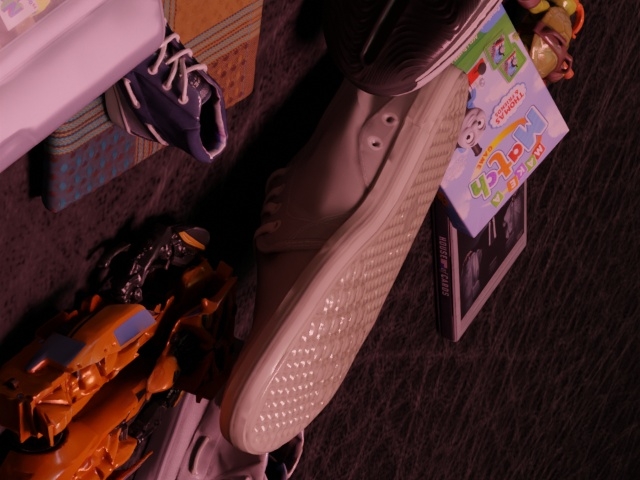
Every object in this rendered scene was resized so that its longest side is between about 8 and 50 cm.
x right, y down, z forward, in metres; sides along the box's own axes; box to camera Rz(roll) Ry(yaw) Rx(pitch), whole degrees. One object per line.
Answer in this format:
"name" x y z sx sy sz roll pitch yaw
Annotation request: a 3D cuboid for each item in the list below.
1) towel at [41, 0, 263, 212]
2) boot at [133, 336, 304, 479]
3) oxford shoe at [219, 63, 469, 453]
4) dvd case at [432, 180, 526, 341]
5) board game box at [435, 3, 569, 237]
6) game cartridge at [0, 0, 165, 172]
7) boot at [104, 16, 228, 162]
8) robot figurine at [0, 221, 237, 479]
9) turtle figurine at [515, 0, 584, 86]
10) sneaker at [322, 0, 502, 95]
"towel" -0.117 -0.230 1.485 0.271 0.040 0.370 -35 142 -48
"boot" -0.092 0.216 1.796 0.095 0.123 0.258 -14 122 -61
"oxford shoe" 0.000 0.000 1.752 0.169 0.130 0.449 93 20 -52
"dvd case" 0.184 -0.024 2.273 0.179 0.030 0.238 -51 151 -34
"board game box" 0.156 -0.127 2.018 0.160 0.039 0.211 -48 136 -12
"game cartridge" -0.207 -0.191 1.181 0.196 0.060 0.294 -44 130 -24
"boot" -0.115 -0.135 1.420 0.069 0.086 0.190 -54 154 -24
"robot figurine" -0.160 0.111 1.619 0.291 0.085 0.211 -40 145 -45
"turtle figurine" 0.228 -0.195 2.148 0.217 0.087 0.269 -58 153 -21
"sneaker" 0.167 -0.283 1.855 0.447 0.169 0.257 -63 153 -17
